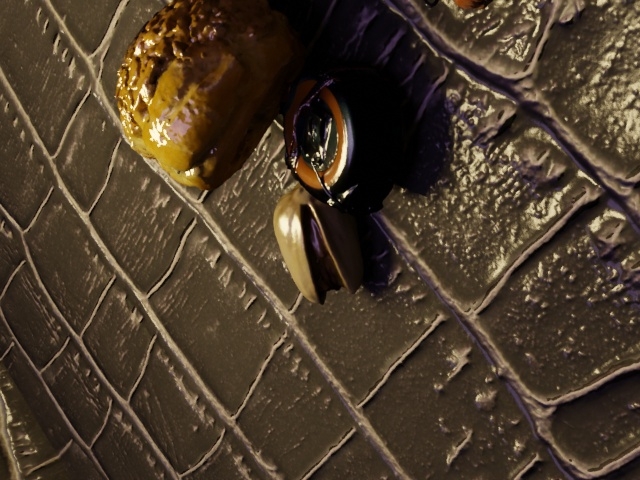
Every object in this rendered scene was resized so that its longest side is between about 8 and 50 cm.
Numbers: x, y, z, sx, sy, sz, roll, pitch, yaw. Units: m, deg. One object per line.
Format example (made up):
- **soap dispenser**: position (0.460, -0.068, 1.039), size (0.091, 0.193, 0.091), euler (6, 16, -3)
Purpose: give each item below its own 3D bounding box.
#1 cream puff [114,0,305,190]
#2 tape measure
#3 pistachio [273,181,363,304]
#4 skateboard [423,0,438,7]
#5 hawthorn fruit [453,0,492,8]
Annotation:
- **cream puff**: position (-0.185, -0.237, 1.795), size (0.231, 0.343, 0.327), euler (36, 123, 4)
- **tape measure**: position (0.029, -0.153, 1.743), size (0.202, 0.135, 0.223), euler (38, 133, 45)
- **pistachio**: position (0.000, 0.000, 1.893), size (0.129, 0.131, 0.206), euler (-12, 110, 12)
- **skateboard**: position (0.116, -0.371, 1.566), size (0.151, 0.067, 0.080), euler (43, 149, 22)
- **hawthorn fruit**: position (0.181, -0.337, 1.495), size (0.103, 0.067, 0.067), euler (54, 144, 17)
